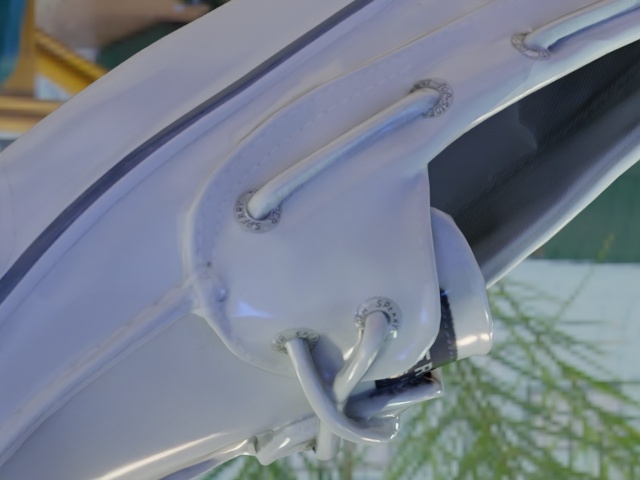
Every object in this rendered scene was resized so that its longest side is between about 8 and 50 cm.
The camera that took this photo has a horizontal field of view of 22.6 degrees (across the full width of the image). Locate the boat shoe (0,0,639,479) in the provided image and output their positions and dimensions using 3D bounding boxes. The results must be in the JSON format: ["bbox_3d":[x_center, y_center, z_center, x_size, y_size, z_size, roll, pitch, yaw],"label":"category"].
[{"bbox_3d":[0.000,0.000,0.347,0.084,0.258,0.095,38,162,26],"label":"boat shoe"}]
